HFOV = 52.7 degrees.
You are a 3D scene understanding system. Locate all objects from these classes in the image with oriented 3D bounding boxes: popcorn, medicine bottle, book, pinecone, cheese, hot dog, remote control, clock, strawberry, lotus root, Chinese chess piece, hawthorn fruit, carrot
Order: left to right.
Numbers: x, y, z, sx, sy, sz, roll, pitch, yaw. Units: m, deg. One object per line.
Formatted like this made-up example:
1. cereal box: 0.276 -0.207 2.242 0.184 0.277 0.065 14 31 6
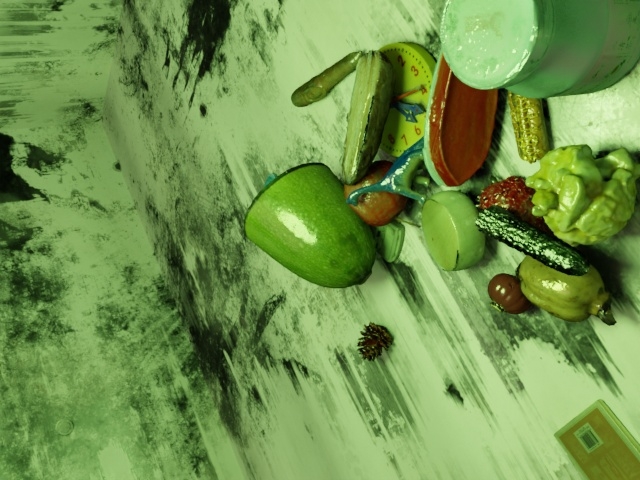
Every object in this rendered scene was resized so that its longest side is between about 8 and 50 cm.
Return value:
1. cheese: -0.162 -0.110 2.246 0.106 0.037 0.256 27 125 51
2. carrot: 0.017 -0.451 1.826 0.342 0.070 0.070 -18 86 56
3. remote control: 0.131 -0.057 1.821 0.285 0.038 0.123 40 134 40
4. lotus root: 0.120 -0.288 1.563 0.167 0.078 0.329 -131 50 -69
5. pinecone: 0.154 0.293 1.852 0.102 0.102 0.109 13 82 55
6. hawthorn fruit: 0.159 -0.099 1.654 0.203 0.163 0.163 62 145 8
7. clock: 0.190 -0.340 1.590 0.293 0.071 0.277 56 142 28
8. Chinese chess piece: 0.304 -0.023 1.489 0.188 0.083 0.188 164 90 -75
9. strawberry: 0.401 -0.054 1.364 0.140 0.085 0.192 -28 80 54
10. hot dog: 0.419 -0.236 1.304 0.071 0.045 0.165 -6 95 55
11. medicine bottle: 0.373 -0.364 1.102 0.245 0.290 0.244 25 121 51
12. lotus root: 0.483 0.092 1.262 0.221 0.118 0.125 27 156 46
13. popcorn: 0.466 -0.083 1.164 0.188 0.185 0.167 26 146 10
14. book: 0.597 0.462 1.309 0.241 0.018 0.170 57 144 28

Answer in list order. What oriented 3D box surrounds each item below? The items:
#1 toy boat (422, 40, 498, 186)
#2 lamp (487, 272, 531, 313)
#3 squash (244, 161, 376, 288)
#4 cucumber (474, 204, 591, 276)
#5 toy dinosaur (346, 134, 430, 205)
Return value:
1. toy boat: 0.294 -0.273 1.405 0.133 0.145 0.331 -121 33 -65
2. lamp: 0.411 0.116 1.403 0.101 0.090 0.101 43 179 1
3. squash: -0.002 0.000 1.740 0.309 0.310 0.310 50 139 29
4. cucumber: 0.414 0.006 1.244 0.245 0.067 0.067 36 130 39
5. toy dinosaur: 0.176 -0.181 1.533 0.075 0.188 0.247 -75 -3 -66
